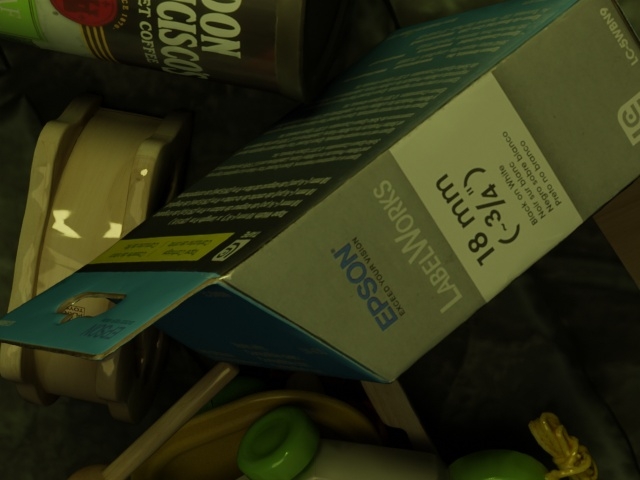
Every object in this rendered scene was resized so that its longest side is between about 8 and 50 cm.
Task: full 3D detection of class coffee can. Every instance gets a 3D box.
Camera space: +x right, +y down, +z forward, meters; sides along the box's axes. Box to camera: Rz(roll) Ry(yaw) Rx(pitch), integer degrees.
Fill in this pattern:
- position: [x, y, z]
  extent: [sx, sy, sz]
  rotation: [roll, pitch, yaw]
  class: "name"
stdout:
- position: [-0.120, -0.203, 1.027]
  extent: [0.275, 0.201, 0.201]
  rotation: [11, 112, 8]
  class: "coffee can"

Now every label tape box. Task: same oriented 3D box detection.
- position: [0.000, 0.000, 0.975]
  extent: [0.333, 0.240, 0.106]
  rotation: [-38, 104, -20]
  class: "label tape box"

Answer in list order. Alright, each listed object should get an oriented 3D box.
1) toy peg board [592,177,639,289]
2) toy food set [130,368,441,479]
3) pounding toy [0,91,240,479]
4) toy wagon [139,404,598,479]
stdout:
- position: [0.251, -0.045, 1.091]
  extent: [0.161, 0.079, 0.161]
  rotation: [-27, 119, 20]
  class: "toy peg board"
- position: [-0.025, 0.127, 1.212]
  extent: [0.218, 0.071, 0.128]
  rotation: [-22, 129, 20]
  class: "toy food set"
- position: [-0.113, 0.047, 1.160]
  extent: [0.155, 0.154, 0.269]
  rotation: [11, 93, 7]
  class: "pounding toy"
- position: [0.027, 0.222, 1.186]
  extent: [0.344, 0.068, 0.267]
  rotation: [-29, 121, 21]
  class: "toy wagon"
